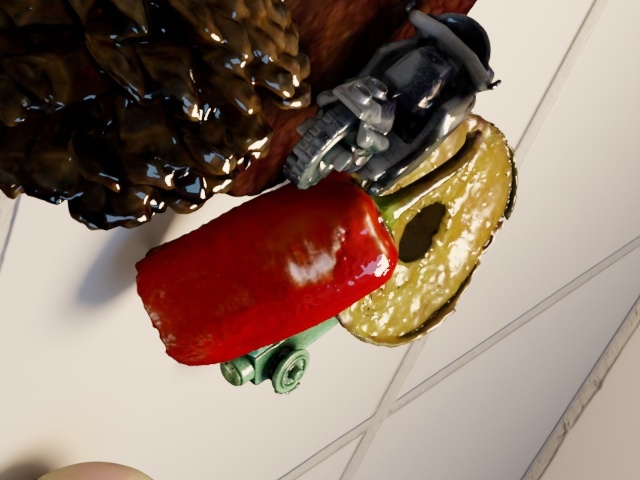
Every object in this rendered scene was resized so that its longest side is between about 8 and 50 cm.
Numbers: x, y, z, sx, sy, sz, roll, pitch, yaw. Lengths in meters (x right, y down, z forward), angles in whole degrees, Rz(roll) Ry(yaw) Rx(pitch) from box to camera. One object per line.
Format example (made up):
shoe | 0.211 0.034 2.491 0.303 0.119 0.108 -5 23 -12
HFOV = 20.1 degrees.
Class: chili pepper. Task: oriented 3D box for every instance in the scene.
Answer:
chili pepper | 0.001 0.004 1.660 0.338 0.135 0.131 -23 163 12

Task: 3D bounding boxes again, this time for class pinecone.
pinecone | -0.123 -0.120 1.207 0.257 0.243 0.243 -60 160 3

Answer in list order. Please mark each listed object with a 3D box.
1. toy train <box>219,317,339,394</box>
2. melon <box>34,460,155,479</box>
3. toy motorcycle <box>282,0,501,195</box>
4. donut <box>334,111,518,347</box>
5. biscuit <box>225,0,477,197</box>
toy train | -0.016 0.059 2.000 0.248 0.101 0.159 -37 145 -30
melon | -0.240 0.356 1.890 0.223 0.223 0.317 -36 156 -30
toy motorcycle | 0.065 -0.120 1.537 0.159 0.106 0.270 -51 168 24
donut | 0.082 -0.025 1.931 0.272 0.107 0.272 -22 126 -34
biscuit | 0.018 -0.212 1.551 0.407 0.091 0.407 -43 163 -17
